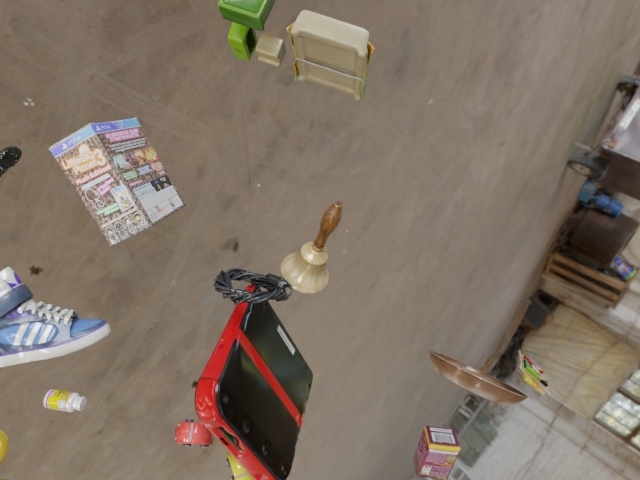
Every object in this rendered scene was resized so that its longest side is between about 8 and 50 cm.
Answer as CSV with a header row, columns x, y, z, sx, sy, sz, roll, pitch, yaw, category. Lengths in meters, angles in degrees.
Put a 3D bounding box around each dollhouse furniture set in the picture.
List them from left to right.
x,y,z,sx,sy,sz,roll,pitch,yaw,category
-0.023,-0.427,0.948,0.197,0.301,0.152,79,32,-81,dollhouse furniture set

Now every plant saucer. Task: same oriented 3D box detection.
x,y,z,sx,sy,sz,roll,pitch,yaw,category
0.299,0.272,0.934,0.198,0.198,0.036,28,85,-61,plant saucer

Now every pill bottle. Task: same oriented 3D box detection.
x,y,z,sx,sy,sz,roll,pitch,yaw,category
-0.584,0.369,1.100,0.043,0.083,0.044,8,90,-87,pill bottle

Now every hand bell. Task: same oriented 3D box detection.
x,y,z,sx,sy,sz,roll,pitch,yaw,category
0.000,0.000,1.082,0.126,0.126,0.242,-27,154,-41,hand bell

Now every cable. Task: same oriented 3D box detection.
x,y,z,sx,sy,sz,roll,pitch,yaw,category
-0.165,0.107,1.079,0.150,0.184,0.047,-18,119,-52,cable

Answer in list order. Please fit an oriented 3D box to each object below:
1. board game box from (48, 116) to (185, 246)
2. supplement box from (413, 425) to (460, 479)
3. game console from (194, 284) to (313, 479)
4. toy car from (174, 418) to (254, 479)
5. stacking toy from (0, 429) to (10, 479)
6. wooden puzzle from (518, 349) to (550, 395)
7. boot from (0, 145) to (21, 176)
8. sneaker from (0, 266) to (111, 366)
x,y,z,sx,sy,sz,roll,pitch,yaw,category
-0.540,-0.168,1.315,0.141,0.291,0.232,-24,-167,14,board game box
0.197,0.362,0.817,0.043,0.054,0.084,-92,-168,-62,supplement box
-0.138,0.352,1.150,0.342,0.060,0.387,-74,147,-48,game console
-0.208,0.463,1.193,0.225,0.239,0.053,-51,179,-28,toy car
-0.819,0.559,1.017,0.309,0.130,0.280,-43,138,-46,stacking toy
0.385,0.236,0.861,0.014,0.078,0.116,-47,-179,22,wooden puzzle
-0.831,-0.213,1.265,0.121,0.099,0.045,-45,123,5,boot
-0.729,0.176,1.221,0.322,0.130,0.237,-12,98,-13,sneaker
